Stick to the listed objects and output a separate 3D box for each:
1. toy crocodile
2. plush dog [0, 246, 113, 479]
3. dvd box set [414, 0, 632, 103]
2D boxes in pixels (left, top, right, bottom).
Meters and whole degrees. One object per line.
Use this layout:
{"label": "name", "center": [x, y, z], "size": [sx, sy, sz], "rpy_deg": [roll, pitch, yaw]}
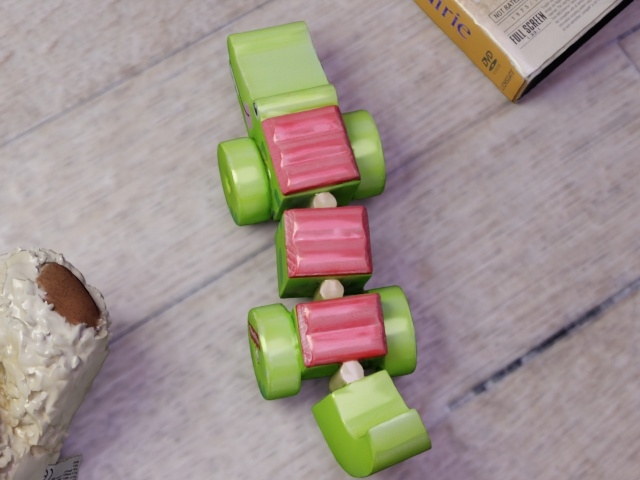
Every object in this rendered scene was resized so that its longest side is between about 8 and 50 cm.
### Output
{"label": "toy crocodile", "center": [0.000, 0.000, 1.044], "size": [0.115, 0.105, 0.340], "rpy_deg": [-8, 74, -11]}
{"label": "plush dog", "center": [-0.290, 0.111, 0.952], "size": [0.225, 0.210, 0.262], "rpy_deg": [28, 42, 15]}
{"label": "dvd box set", "center": [0.120, -0.355, 1.195], "size": [0.307, 0.062, 0.420], "rpy_deg": [-42, 83, -17]}
